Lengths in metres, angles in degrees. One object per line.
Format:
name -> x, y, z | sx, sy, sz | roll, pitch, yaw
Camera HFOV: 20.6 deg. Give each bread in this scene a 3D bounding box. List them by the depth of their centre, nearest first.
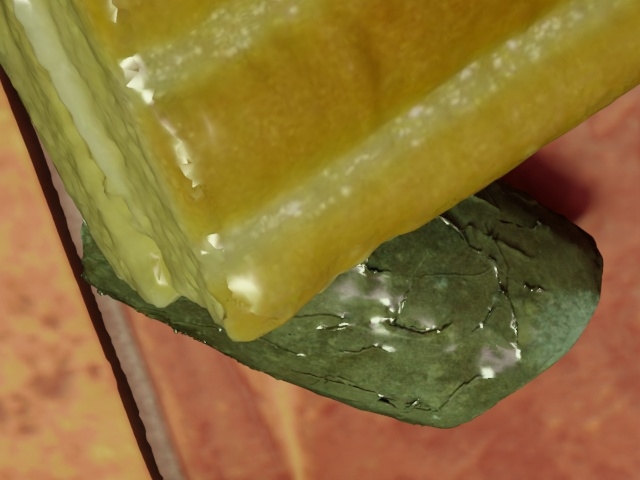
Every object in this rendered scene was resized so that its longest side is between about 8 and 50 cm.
bread -> 0.012, -0.136, 0.489 | 0.246, 0.111, 0.239 | -32, 117, -16

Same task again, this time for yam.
yam -> 0.000, 0.000, 0.616 | 0.183, 0.107, 0.107 | 25, 117, -9
